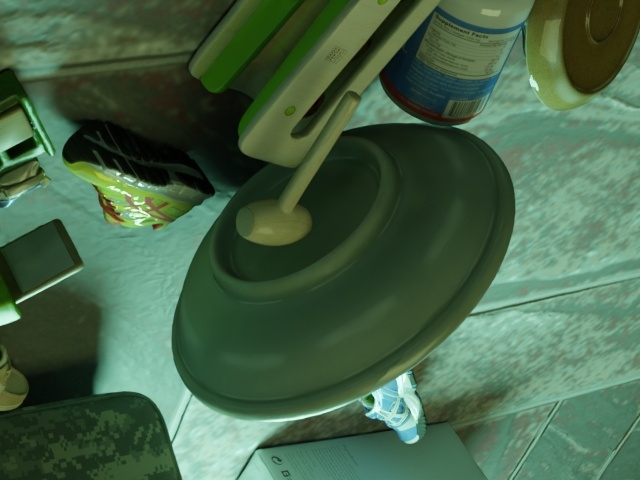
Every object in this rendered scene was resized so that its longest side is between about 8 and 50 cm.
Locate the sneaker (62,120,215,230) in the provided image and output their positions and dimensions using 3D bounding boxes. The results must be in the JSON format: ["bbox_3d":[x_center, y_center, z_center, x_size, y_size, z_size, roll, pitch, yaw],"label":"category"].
[{"bbox_3d":[-0.198,-0.052,1.776,0.094,0.081,0.208,-42,148,18],"label":"sneaker"}]

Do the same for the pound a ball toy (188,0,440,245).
[{"bbox_3d":[0.017,-0.166,1.690,0.135,0.208,0.319,11,127,-49],"label":"pound a ball toy"}]

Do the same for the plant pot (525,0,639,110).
[{"bbox_3d":[0.296,-0.251,1.878,0.236,0.032,0.236,-29,129,-44],"label":"plant pot"}]

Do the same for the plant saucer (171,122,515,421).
[{"bbox_3d":[0.000,0.000,1.776,0.400,0.400,0.100,-34,125,2],"label":"plant saucer"}]

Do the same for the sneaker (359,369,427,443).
[{"bbox_3d":[0.095,0.218,2.425,0.081,0.080,0.211,-24,138,-3],"label":"sneaker"}]

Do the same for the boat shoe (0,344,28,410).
[{"bbox_3d":[-0.367,0.139,1.902,0.059,0.063,0.170,-35,148,14],"label":"boat shoe"}]

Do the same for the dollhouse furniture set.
[{"bbox_3d":[-0.317,-0.083,1.513,0.151,0.198,0.301,-27,149,-7],"label":"dollhouse furniture set"}]

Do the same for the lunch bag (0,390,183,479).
[{"bbox_3d":[-0.339,0.321,2.041,0.305,0.213,0.256,-9,159,-31],"label":"lunch bag"}]

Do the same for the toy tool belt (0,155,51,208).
[{"bbox_3d":[-0.308,-0.053,1.704,0.083,0.052,0.051,-29,140,-6],"label":"toy tool belt"}]

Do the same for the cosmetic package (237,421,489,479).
[{"bbox_3d":[0.045,0.406,2.552,0.385,0.156,0.217,-3,136,-38],"label":"cosmetic package"}]

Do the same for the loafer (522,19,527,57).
[{"bbox_3d":[0.268,-0.225,1.957,0.076,0.078,0.223,-34,149,3],"label":"loafer"}]

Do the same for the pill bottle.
[{"bbox_3d":[0.148,-0.236,1.792,0.124,0.124,0.221,-11,142,-31],"label":"pill bottle"}]
